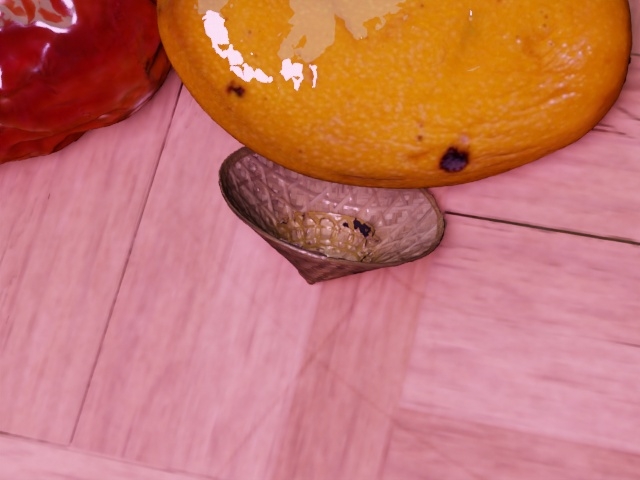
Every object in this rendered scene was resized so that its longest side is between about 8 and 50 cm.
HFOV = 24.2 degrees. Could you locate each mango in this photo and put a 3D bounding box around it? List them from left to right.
[{"bbox_3d":[0.048,-0.120,0.926,0.294,0.120,0.177,-2,95,-5],"label":"mango"}]

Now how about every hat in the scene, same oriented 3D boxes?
[{"bbox_3d":[0.000,0.000,0.939,0.146,0.067,0.146,11,31,-7],"label":"hat"}]

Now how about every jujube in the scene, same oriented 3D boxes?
[{"bbox_3d":[-0.216,-0.134,0.978,0.250,0.174,0.174,-20,65,13],"label":"jujube"}]
